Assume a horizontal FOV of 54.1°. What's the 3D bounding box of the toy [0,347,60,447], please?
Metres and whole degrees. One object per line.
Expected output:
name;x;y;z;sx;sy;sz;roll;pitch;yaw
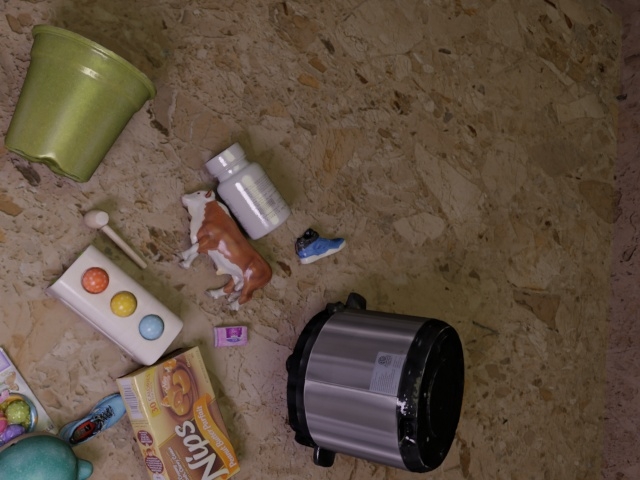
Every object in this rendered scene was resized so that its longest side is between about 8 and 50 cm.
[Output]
toy;-0.642;0.352;1.268;0.137;0.056;0.237;-36;102;-31

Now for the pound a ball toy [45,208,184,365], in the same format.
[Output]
pound a ball toy;-0.441;0.098;1.391;0.319;0.136;0.208;46;62;-19

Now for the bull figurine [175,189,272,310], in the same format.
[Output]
bull figurine;-0.250;0.022;1.549;0.310;0.101;0.188;48;65;-15

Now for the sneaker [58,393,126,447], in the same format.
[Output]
sneaker;-0.479;0.394;1.355;0.162;0.073;0.063;-36;102;-36

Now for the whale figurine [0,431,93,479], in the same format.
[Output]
whale figurine;-0.547;0.517;1.241;0.216;0.141;0.272;-26;111;-29

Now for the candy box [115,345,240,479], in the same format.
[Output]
candy box;-0.319;0.422;1.425;0.183;0.087;0.316;-21;95;-47

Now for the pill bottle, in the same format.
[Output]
pill bottle;-0.186;-0.128;1.592;0.131;0.131;0.229;-42;105;-30

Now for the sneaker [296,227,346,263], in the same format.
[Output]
sneaker;0.000;0.000;1.735;0.152;0.058;0.084;-23;103;-27

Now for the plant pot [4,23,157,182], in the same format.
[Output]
plant pot;-0.531;-0.270;1.338;0.276;0.276;0.254;28;79;-26

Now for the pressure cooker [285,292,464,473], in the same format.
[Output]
pressure cooker;0.112;0.346;1.558;0.370;0.420;0.375;-44;129;-50

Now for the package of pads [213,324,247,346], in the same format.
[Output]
package of pads;-0.225;0.239;1.568;0.083;0.032;0.050;1;83;-33
